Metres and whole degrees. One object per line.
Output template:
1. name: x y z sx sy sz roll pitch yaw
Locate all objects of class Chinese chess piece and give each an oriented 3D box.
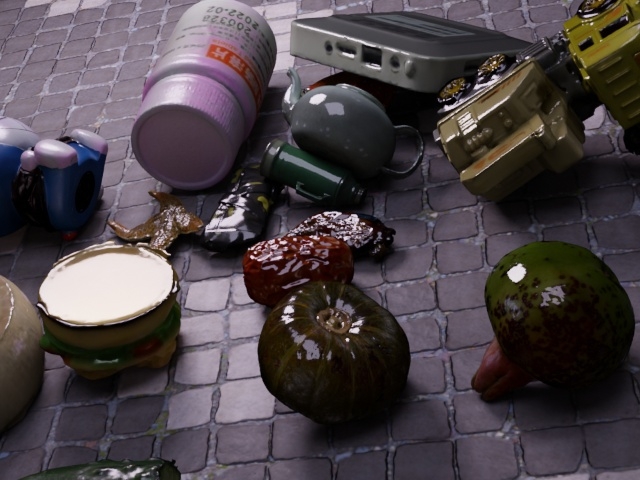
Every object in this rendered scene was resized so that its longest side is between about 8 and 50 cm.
1. Chinese chess piece: -0.594 0.190 1.722 0.338 0.140 0.338 -10 37 7

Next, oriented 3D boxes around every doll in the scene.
1. doll: -0.570 -0.116 2.040 0.310 0.240 0.284 12 2 12

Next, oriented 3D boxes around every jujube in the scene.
1. jujube: -0.034 0.047 1.752 0.176 0.109 0.112 -7 73 -3

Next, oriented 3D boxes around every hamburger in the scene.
1. hamburger: -0.321 0.118 1.717 0.237 0.149 0.237 -2 37 2

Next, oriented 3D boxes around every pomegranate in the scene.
1. pomegranate: 0.293 0.123 1.489 0.248 0.214 0.214 -45 35 15

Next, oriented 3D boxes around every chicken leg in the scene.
1. chicken leg: 0.000 0.000 1.842 0.253 0.051 0.106 -8 43 13

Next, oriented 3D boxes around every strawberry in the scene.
1. strawberry: 0.063 -0.271 2.134 0.174 0.098 0.228 -2 21 30

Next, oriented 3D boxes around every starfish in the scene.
1. starfish: -0.291 -0.024 1.971 0.138 0.050 0.247 -27 26 -17

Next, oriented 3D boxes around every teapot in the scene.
1. teapot: 0.045 -0.196 1.952 0.294 0.193 0.129 25 77 13

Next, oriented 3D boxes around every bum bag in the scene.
1. bum bag: -0.130 -0.061 1.953 0.107 0.060 0.232 8 44 14

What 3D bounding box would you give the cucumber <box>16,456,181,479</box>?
1. cucumber: -0.345 0.349 1.471 0.325 0.105 0.145 -10 38 10

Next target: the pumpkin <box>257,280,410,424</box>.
1. pumpkin: 0.015 0.166 1.547 0.219 0.162 0.219 11 37 -9

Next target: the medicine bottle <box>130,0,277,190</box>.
1. medicine bottle: -0.221 -0.286 2.141 0.219 0.219 0.388 -4 37 14

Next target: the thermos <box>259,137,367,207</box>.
1. thermos: -0.009 -0.111 1.933 0.188 0.073 0.083 24 8 16

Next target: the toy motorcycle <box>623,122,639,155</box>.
1. toy motorcycle: 0.605 -0.179 1.800 0.207 0.134 0.401 16 45 42

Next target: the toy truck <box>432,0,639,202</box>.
1. toy truck: 0.377 -0.222 1.794 0.405 0.180 0.254 -31 28 18

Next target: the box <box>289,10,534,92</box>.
1. box: 0.179 -0.366 2.106 0.367 0.090 0.373 22 24 38
